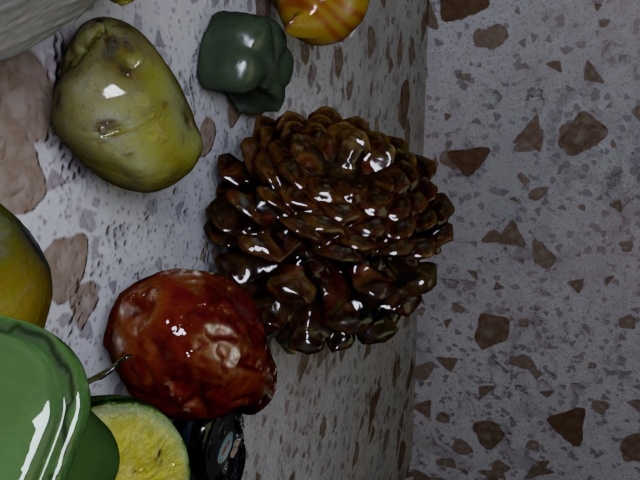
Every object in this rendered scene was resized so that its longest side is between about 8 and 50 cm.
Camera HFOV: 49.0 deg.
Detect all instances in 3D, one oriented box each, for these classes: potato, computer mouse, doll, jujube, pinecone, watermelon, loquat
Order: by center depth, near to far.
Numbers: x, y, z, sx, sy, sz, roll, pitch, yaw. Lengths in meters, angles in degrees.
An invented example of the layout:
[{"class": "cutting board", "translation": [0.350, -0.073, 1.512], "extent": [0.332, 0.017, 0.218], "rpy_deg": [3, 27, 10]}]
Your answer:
[{"class": "loquat", "translation": [-0.292, 0.040, 0.568], "extent": [0.195, 0.152, 0.152], "rpy_deg": [88, 19, -47]}, {"class": "potato", "translation": [-0.209, -0.139, 0.768], "extent": [0.200, 0.137, 0.155], "rpy_deg": [69, 32, -53]}, {"class": "watermelon", "translation": [-0.258, 0.257, 0.772], "extent": [0.204, 0.127, 0.232], "rpy_deg": [-36, 120, -26]}, {"class": "jujube", "translation": [-0.162, 0.148, 0.927], "extent": [0.290, 0.197, 0.197], "rpy_deg": [53, 47, -56]}, {"class": "computer mouse", "translation": [-0.184, 0.328, 1.108], "extent": [0.137, 0.096, 0.233], "rpy_deg": [-53, 150, -48]}, {"class": "pinecone", "translation": [0.000, 0.000, 1.119], "extent": [0.398, 0.397, 0.398], "rpy_deg": [8, 90, -72]}, {"class": "doll", "translation": [-0.007, -0.415, 1.141], "extent": [0.162, 0.270, 0.167], "rpy_deg": [23, 116, -36]}]

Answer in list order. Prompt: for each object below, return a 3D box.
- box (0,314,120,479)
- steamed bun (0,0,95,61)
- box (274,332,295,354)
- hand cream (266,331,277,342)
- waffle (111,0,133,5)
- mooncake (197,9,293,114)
[{"class": "box", "translation": [-0.289, 0.151, 0.381], "extent": [0.178, 0.328, 0.253], "rpy_deg": [86, 20, -67]}, {"class": "steamed bun", "translation": [-0.243, -0.285, 0.430], "extent": [0.309, 0.309, 0.309], "rpy_deg": [8, 90, -72]}, {"class": "box", "translation": [-0.072, 0.179, 1.504], "extent": [0.155, 0.023, 0.087], "rpy_deg": [65, 39, -59]}, {"class": "hand cream", "translation": [-0.137, 0.203, 1.279], "extent": [0.255, 0.048, 0.079], "rpy_deg": [-45, 134, -58]}, {"class": "waffle", "translation": [-0.186, -0.346, 0.648], "extent": [0.052, 0.254, 0.245], "rpy_deg": [-11, 115, -32]}, {"class": "mooncake", "translation": [-0.113, -0.264, 1.077], "extent": [0.175, 0.104, 0.168], "rpy_deg": [-49, 149, -54]}]
